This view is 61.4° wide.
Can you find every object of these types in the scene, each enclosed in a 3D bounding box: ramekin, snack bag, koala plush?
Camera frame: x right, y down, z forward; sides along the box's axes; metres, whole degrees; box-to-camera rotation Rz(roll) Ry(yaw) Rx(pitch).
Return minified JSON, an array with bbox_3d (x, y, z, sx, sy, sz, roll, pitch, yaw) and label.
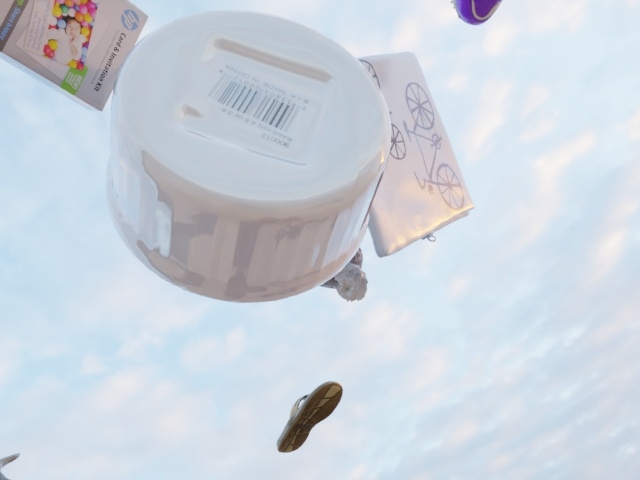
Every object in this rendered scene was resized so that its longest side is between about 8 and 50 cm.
[{"bbox_3d":[-0.066,-0.092,0.522,0.278,0.277,0.135,-10,-27,-21],"label":"ramekin"},{"bbox_3d":[0.126,-0.150,0.886,0.037,0.322,0.343,-18,5,41],"label":"snack bag"},{"bbox_3d":[0.000,0.000,0.939,0.203,0.196,0.221,-36,-67,1],"label":"koala plush"}]

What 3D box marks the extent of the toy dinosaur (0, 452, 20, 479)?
[{"bbox_3d":[-0.276,0.306,0.463,0.161,0.313,0.120,-26,-73,1],"label":"toy dinosaur"}]

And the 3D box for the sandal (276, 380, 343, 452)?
[{"bbox_3d":[-0.030,0.337,1.050,0.072,0.049,0.180,29,-77,-36],"label":"sandal"}]

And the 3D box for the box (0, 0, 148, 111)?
[{"bbox_3d":[-0.315,-0.263,0.637,0.186,0.038,0.145,33,-103,-50],"label":"box"}]

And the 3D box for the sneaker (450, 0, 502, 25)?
[{"bbox_3d":[0.303,-0.465,0.826,0.102,0.146,0.293,-4,-48,-26],"label":"sneaker"}]
